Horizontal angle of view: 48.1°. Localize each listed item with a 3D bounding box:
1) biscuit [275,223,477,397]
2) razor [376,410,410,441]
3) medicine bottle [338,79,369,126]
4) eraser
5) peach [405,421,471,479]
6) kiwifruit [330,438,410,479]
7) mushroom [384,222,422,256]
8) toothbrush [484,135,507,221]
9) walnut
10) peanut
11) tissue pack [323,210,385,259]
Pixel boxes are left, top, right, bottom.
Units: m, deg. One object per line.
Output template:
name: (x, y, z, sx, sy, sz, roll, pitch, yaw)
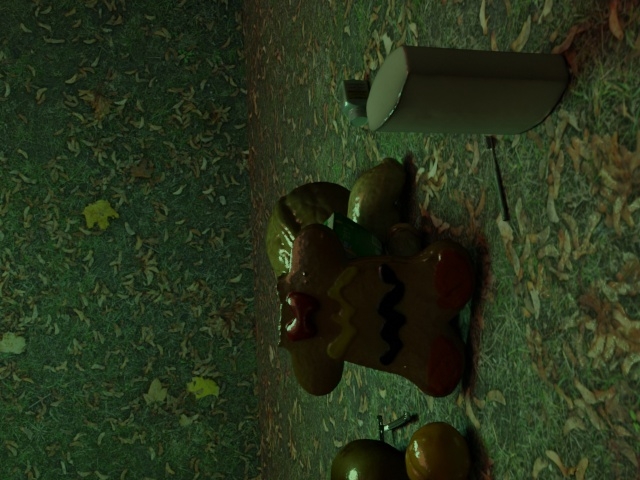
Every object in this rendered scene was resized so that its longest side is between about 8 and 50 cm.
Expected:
biscuit: (0.098, 0.163, 1.437, 0.076, 0.394, 0.368, -44, -41, -70)
razor: (0.185, 0.443, 1.750, 0.191, 0.037, 0.068, 125, 145, -60)
medicine bottle: (0.094, -0.368, 1.920, 0.055, 0.074, 0.117, 125, 141, -63)
eraser: (0.227, -0.231, 1.132, 0.174, 0.270, 0.094, 126, 141, -65)
peach: (0.235, 0.434, 1.421, 0.138, 0.138, 0.138, 178, 90, -74)
kiwifruit: (0.122, 0.570, 1.705, 0.234, 0.196, 0.195, -164, 73, -68)
mushroom: (0.210, 0.128, 1.554, 0.122, 0.095, 0.351, 62, -163, -64)
toothbrush: (0.315, -0.113, 1.292, 0.011, 0.014, 0.167, 142, 125, -59)
walnut: (0.000, 0.000, 1.922, 0.333, 0.333, 0.332, 178, 90, -74)
peanut: (0.131, -0.074, 1.713, 0.122, 0.137, 0.253, -125, 39, -66)
tissue pack: (0.046, 0.059, 1.586, 0.156, 0.148, 0.209, -51, 13, 20)
